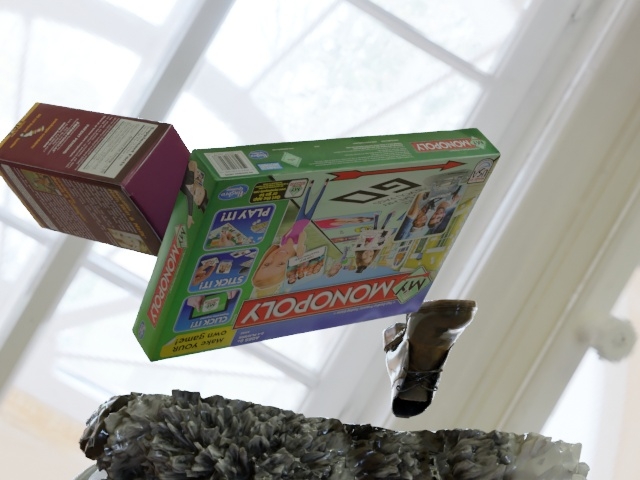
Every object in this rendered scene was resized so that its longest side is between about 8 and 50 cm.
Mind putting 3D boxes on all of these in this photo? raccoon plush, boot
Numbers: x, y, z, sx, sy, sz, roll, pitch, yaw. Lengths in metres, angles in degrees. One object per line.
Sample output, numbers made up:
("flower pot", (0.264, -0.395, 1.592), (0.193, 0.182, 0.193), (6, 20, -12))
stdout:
("raccoon plush", (-0.043, 0.276, 0.830), (0.447, 0.299, 0.216), (-6, -25, 33))
("boot", (0.128, 0.135, 1.305), (0.082, 0.106, 0.219), (5, -19, -12))

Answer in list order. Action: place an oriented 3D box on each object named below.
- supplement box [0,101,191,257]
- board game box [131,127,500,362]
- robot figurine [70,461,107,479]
("supplement box", (-0.201, -0.057, 1.053), (0.188, 0.080, 0.104), (12, -34, 36))
("board game box", (0.000, 0.000, 1.048), (0.317, 0.213, 0.046), (-8, 46, -36))
("robot figurine", (-0.144, 0.307, 1.141), (0.354, 0.199, 0.300), (-17, -41, 42))
